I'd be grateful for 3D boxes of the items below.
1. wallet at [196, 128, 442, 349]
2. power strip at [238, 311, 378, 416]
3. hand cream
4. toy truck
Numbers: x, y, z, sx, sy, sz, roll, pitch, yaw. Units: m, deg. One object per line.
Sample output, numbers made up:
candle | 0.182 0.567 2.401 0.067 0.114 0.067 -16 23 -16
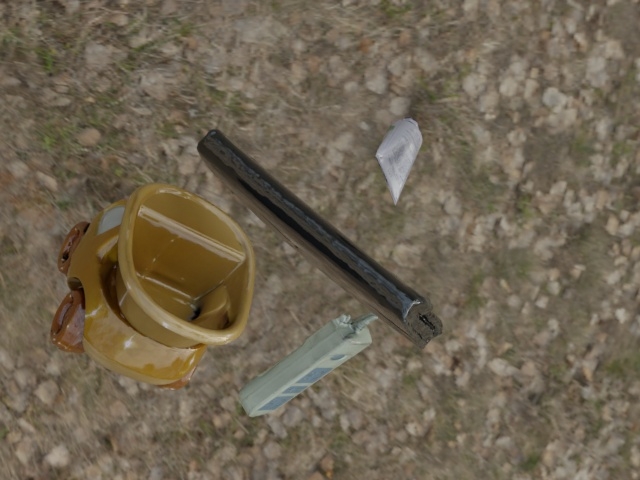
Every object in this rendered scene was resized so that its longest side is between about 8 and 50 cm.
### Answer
wallet | 0.001 -0.001 1.423 0.062 0.406 0.228 -49 159 -5
power strip | -0.013 0.122 0.967 0.191 0.030 0.047 -38 152 29
hand cream | 0.108 -0.124 1.387 0.084 0.053 0.142 64 35 -31
toy truck | -0.219 0.060 1.279 0.204 0.288 0.211 28 126 -28
